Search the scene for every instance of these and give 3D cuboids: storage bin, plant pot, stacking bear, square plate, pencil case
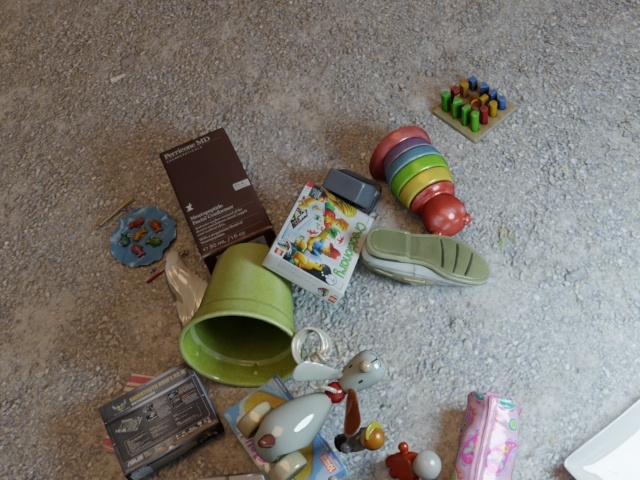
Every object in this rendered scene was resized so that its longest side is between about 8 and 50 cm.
[{"bbox_3d":[0.070,-0.128,2.044,0.135,0.091,0.098,28,95,25],"label":"storage bin"},{"bbox_3d":[-0.168,0.154,1.845,0.276,0.276,0.253,-4,46,8],"label":"plant pot"},{"bbox_3d":[0.260,-0.129,1.990,0.175,0.164,0.289,-26,62,-6],"label":"stacking bear"},{"bbox_3d":[0.723,0.469,1.583,0.347,0.049,0.344,-35,59,-12],"label":"square plate"},{"bbox_3d":[0.330,0.449,1.628,0.124,0.124,0.284,10,60,17],"label":"pencil case"}]

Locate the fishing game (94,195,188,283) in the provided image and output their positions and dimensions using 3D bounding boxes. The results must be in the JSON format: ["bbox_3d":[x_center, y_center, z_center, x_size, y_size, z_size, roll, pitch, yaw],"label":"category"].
[{"bbox_3d":[-0.469,-0.016,2.120,0.189,0.041,0.264,-39,60,-11],"label":"fishing game"}]

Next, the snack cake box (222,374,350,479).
[{"bbox_3d":[-0.076,0.441,1.727,0.152,0.089,0.264,-34,58,-12],"label":"snack cake box"}]

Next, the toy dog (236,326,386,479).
[{"bbox_3d":[-0.025,0.332,1.600,0.220,0.161,0.333,29,80,11],"label":"toy dog"}]

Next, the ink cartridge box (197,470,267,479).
[{"bbox_3d":[-0.163,0.530,1.644,0.180,0.060,0.104,-14,76,33],"label":"ink cartridge box"}]

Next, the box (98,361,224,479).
[{"bbox_3d":[-0.355,0.399,1.792,0.231,0.056,0.183,-29,54,-10],"label":"box"}]

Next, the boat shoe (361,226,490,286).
[{"bbox_3d":[0.246,0.050,1.905,0.302,0.103,0.113,17,56,-1],"label":"boat shoe"}]

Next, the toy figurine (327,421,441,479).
[{"bbox_3d":[0.116,0.479,1.584,0.210,0.148,0.213,35,61,-19],"label":"toy figurine"}]

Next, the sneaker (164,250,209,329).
[{"bbox_3d":[-0.312,0.120,1.986,0.115,0.090,0.232,-19,65,-10],"label":"sneaker"}]

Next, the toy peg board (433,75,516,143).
[{"bbox_3d":[0.411,-0.369,2.152,0.161,0.079,0.161,-39,60,-14],"label":"toy peg board"}]

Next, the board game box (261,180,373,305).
[{"bbox_3d":[0.000,0.000,1.902,0.193,0.053,0.305,30,39,-5],"label":"board game box"}]

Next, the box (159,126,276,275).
[{"bbox_3d":[-0.257,-0.096,2.064,0.191,0.143,0.381,-25,53,-6],"label":"box"}]

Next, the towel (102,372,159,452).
[{"bbox_3d":[-0.402,0.402,1.852,0.144,0.029,0.197,7,57,15],"label":"towel"}]
